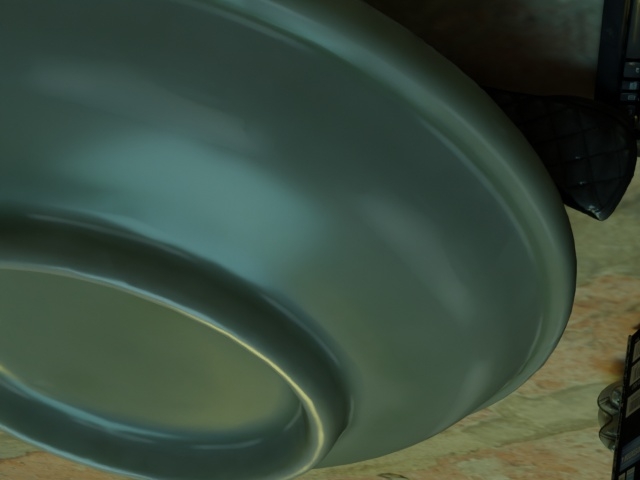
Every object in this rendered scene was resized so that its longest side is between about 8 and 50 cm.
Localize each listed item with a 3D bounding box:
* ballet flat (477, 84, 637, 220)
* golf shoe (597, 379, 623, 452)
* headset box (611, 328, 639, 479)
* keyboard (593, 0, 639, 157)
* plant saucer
[{"bbox_3d":[0.062,-0.046,0.552,0.173,0.049,0.057,10,157,33],"label":"ballet flat"},{"bbox_3d":[0.286,0.128,0.822,0.176,0.069,0.086,8,175,21],"label":"golf shoe"},{"bbox_3d":[0.338,0.105,0.639,0.283,0.131,0.246,15,156,-2],"label":"headset box"},{"bbox_3d":[0.168,-0.077,0.473,0.108,0.023,0.180,8,156,13],"label":"keyboard"},{"bbox_3d":[-0.086,0.029,0.555,0.400,0.100,0.400,10,147,7],"label":"plant saucer"}]
